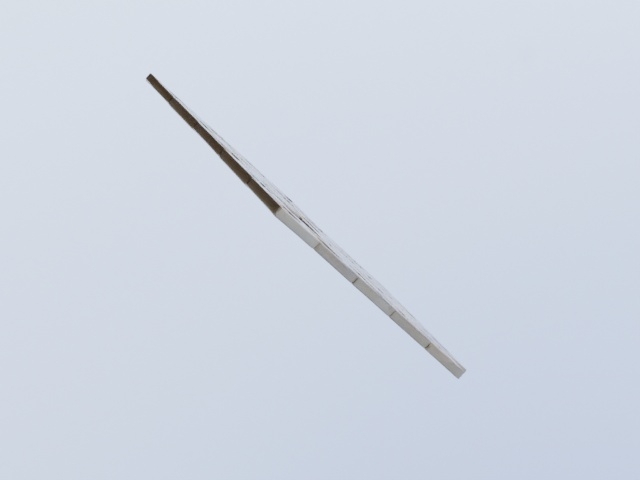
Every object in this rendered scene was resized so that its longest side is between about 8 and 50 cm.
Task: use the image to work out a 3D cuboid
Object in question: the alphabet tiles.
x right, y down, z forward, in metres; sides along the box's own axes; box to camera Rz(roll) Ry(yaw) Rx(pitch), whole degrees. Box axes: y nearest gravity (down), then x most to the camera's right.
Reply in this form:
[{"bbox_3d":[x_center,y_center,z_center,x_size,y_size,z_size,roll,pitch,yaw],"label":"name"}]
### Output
[{"bbox_3d":[0.000,0.000,1.251,0.009,0.237,0.198,-46,-141,1],"label":"alphabet tiles"}]
